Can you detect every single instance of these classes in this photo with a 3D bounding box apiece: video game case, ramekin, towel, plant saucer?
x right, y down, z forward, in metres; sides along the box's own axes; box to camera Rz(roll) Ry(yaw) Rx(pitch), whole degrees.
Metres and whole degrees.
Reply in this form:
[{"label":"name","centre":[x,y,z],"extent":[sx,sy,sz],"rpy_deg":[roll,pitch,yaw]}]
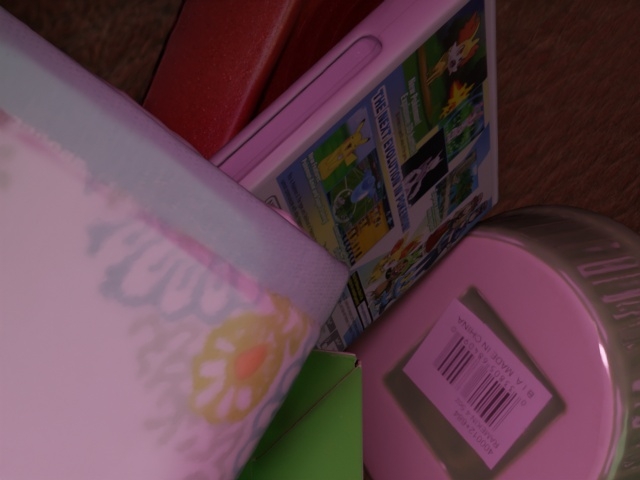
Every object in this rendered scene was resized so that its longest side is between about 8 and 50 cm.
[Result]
[{"label":"video game case","centre":[0.000,0.000,0.786],"extent":[0.300,0.036,0.329],"rpy_deg":[-43,158,-9]},{"label":"ramekin","centre":[0.162,0.121,1.039],"extent":[0.148,0.303,0.303],"rpy_deg":[-2,124,-52]},{"label":"towel","centre":[-0.190,0.054,0.374],"extent":[0.374,0.090,0.321],"rpy_deg":[37,86,-38]},{"label":"plant saucer","centre":[0.015,-0.128,0.732],"extent":[0.259,0.047,0.258],"rpy_deg":[-11,132,-58]}]

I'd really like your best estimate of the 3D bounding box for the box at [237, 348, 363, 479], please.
[{"label":"box","centre":[-0.076,0.208,0.650],"extent":[0.126,0.262,0.231],"rpy_deg":[11,156,-23]}]
